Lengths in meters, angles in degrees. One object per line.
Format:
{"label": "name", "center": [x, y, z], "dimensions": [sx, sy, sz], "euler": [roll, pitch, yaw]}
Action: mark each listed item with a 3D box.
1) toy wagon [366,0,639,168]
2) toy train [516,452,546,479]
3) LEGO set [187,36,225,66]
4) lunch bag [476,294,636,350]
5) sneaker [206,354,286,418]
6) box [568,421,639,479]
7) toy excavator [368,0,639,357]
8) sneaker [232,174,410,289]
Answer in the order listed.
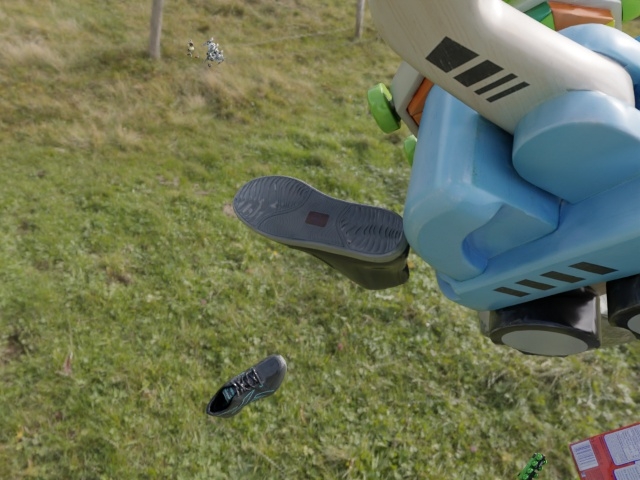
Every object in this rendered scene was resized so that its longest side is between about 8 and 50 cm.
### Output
{"label": "toy wagon", "center": [0.186, -0.179, 0.512], "dimensions": [0.344, 0.267, 0.068], "euler": [31, 43, -55]}
{"label": "toy train", "center": [0.317, 0.362, 0.744], "dimensions": [0.017, 0.024, 0.083], "euler": [45, 75, -4]}
{"label": "LEGO set", "center": [-0.214, -0.360, 0.926], "dimensions": [0.024, 0.054, 0.083], "euler": [13, 28, 44]}
{"label": "lunch bag", "center": [0.414, 0.055, 0.872], "dimensions": [0.305, 0.213, 0.255], "euler": [19, 56, -38]}
{"label": "sneaker", "center": [-0.211, 0.424, 1.380], "dimensions": [0.101, 0.267, 0.106], "euler": [52, 6, 23]}
{"label": "box", "center": [0.442, 0.380, 0.610], "dimensions": [0.123, 0.128, 0.256], "euler": [36, 34, -28]}
{"label": "toy excavator", "center": [0.152, -0.090, 0.363], "dimensions": [0.446, 0.433, 0.222], "euler": [21, 65, -16]}
{"label": "sneaker", "center": [0.000, 0.000, 0.583], "dimensions": [0.222, 0.118, 0.083], "euler": [20, 67, 24]}
